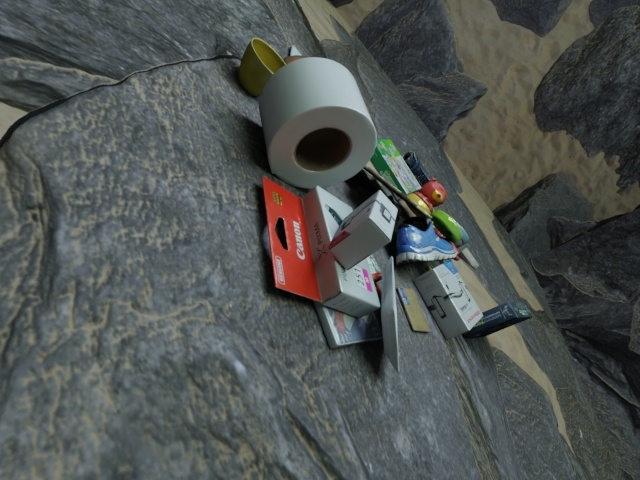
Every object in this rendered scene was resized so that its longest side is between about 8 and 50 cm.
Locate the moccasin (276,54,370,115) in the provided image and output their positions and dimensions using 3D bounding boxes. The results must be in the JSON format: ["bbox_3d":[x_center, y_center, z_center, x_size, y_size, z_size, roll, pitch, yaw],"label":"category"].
[{"bbox_3d":[0.016,-0.409,1.208,0.380,0.139,0.146,28,47,-49],"label":"moccasin"}]

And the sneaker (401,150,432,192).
[{"bbox_3d":[0.424,-0.291,1.758,0.163,0.086,0.226,33,25,-54],"label":"sneaker"}]

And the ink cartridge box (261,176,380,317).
[{"bbox_3d":[0.000,0.000,0.820,0.239,0.060,0.275,28,38,-42],"label":"ink cartridge box"}]

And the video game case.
[{"bbox_3d":[0.045,0.119,0.846,0.183,0.023,0.201,10,53,-53],"label":"video game case"}]

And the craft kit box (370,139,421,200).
[{"bbox_3d":[0.290,-0.286,1.602,0.249,0.061,0.247,58,26,3],"label":"craft kit box"}]

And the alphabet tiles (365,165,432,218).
[{"bbox_3d":[0.231,-0.161,1.272,0.285,0.011,0.342,39,10,7],"label":"alphabet tiles"}]

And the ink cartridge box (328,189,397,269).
[{"bbox_3d":[0.088,-0.024,0.801,0.063,0.109,0.150,46,29,-10],"label":"ink cartridge box"}]

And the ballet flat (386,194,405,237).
[{"bbox_3d":[0.248,-0.073,1.320,0.057,0.052,0.168,-1,62,-56],"label":"ballet flat"}]

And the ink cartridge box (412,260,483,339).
[{"bbox_3d":[0.393,0.177,1.234,0.148,0.086,0.203,-14,72,-52],"label":"ink cartridge box"}]

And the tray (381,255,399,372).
[{"bbox_3d":[0.153,0.150,0.891,0.270,0.030,0.145,-67,150,-68],"label":"tray"}]

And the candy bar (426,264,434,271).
[{"bbox_3d":[0.393,0.152,1.345,0.040,0.018,0.161,18,47,-49],"label":"candy bar"}]

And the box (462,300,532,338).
[{"bbox_3d":[0.587,0.267,1.351,0.233,0.183,0.059,14,49,-52],"label":"box"}]

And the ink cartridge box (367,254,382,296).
[{"bbox_3d":[0.127,0.083,1.001,0.063,0.029,0.115,2,58,-56],"label":"ink cartridge box"}]

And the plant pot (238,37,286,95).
[{"bbox_3d":[-0.154,-0.427,1.027,0.134,0.095,0.134,38,34,-31],"label":"plant pot"}]

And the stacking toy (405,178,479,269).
[{"bbox_3d":[0.469,-0.064,1.438,0.309,0.130,0.279,49,0,-27],"label":"stacking toy"}]

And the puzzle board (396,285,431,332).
[{"bbox_3d":[0.253,0.189,1.103,0.096,0.011,0.128,18,45,-47],"label":"puzzle board"}]

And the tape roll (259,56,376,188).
[{"bbox_3d":[-0.010,-0.261,0.923,0.246,0.246,0.169,24,43,-44],"label":"tape roll"}]

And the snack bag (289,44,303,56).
[{"bbox_3d":[0.007,-0.509,1.418,0.323,0.037,0.342,37,34,-30],"label":"snack bag"}]

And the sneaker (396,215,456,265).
[{"bbox_3d":[0.334,-0.004,1.267,0.330,0.130,0.147,1,82,-57],"label":"sneaker"}]
